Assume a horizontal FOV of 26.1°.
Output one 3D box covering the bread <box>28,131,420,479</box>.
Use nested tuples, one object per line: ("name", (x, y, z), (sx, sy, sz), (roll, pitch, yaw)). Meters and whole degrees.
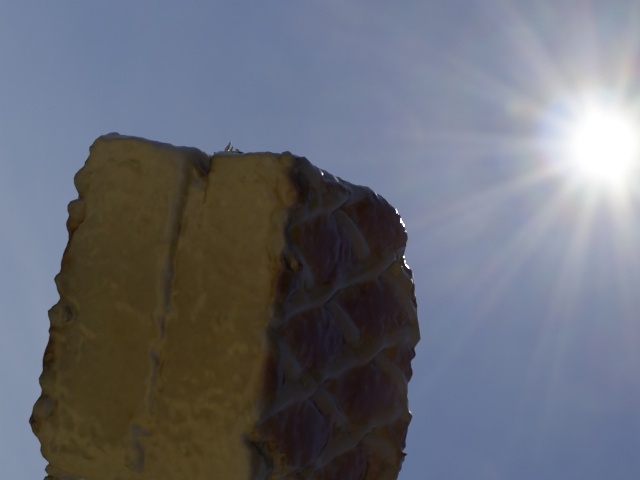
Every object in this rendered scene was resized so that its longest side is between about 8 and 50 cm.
("bread", (-0.087, 0.106, 1.478), (0.279, 0.390, 0.371), (3, -100, 26))

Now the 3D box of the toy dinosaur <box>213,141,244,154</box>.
("toy dinosaur", (-0.128, -0.084, 1.747), (0.083, 0.047, 0.030), (-56, -161, 11))
